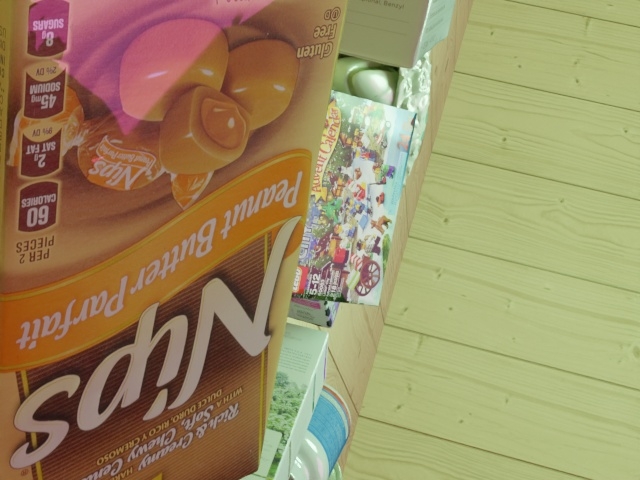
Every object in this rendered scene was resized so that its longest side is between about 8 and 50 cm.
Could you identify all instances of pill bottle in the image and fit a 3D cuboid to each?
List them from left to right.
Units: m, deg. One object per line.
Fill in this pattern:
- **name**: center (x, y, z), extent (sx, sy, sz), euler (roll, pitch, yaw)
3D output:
- **pill bottle**: center (-0.041, 0.271, 1.401), extent (0.221, 0.124, 0.124), euler (-48, 150, -71)

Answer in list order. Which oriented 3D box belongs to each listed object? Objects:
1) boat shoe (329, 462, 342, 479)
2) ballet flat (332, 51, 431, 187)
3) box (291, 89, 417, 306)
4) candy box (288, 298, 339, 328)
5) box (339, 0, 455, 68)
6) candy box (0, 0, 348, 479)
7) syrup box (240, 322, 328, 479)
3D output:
- **boat shoe**: center (-0.067, 0.463, 1.558), extent (0.113, 0.127, 0.340), euler (140, -33, -66)
- **ballet flat**: center (0.060, -0.251, 1.321), extent (0.147, 0.147, 0.409), euler (-54, 153, -66)
- **box**: center (0.020, -0.047, 1.244), extent (0.159, 0.044, 0.233), euler (8, 95, -42)
- **candy box**: center (0.000, 0.000, 1.401), extent (0.196, 0.070, 0.165), euler (80, 27, -66)
- **box**: center (0.013, -0.219, 0.837), extent (0.181, 0.182, 0.119), euler (-51, 154, -67)
- **candy box**: center (-0.099, 0.005, 0.547), extent (0.183, 0.087, 0.316), euler (-17, 128, -42)
- **syrup box**: center (-0.067, 0.207, 1.246), extent (0.096, 0.093, 0.237), euler (93, 15, -48)
